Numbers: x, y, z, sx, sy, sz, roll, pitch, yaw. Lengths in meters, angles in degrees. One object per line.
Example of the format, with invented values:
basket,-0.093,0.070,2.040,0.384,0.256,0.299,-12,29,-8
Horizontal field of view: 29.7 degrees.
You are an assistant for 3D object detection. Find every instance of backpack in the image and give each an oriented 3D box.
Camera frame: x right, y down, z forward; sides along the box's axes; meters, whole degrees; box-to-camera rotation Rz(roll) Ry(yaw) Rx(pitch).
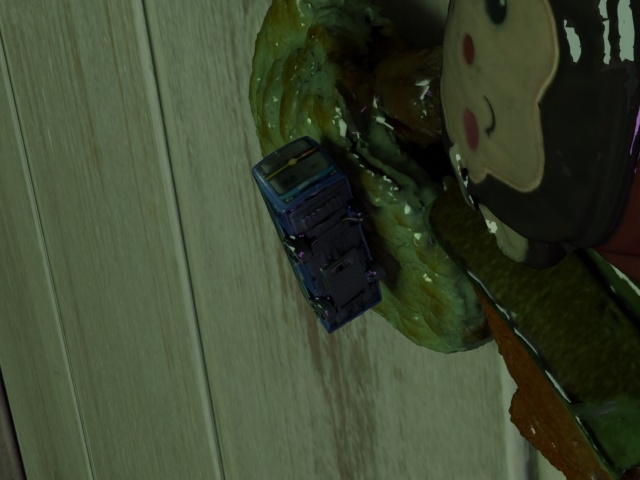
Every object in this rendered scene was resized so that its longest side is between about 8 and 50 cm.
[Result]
backpack,0.146,-0.071,0.503,0.229,0.139,0.229,46,150,37

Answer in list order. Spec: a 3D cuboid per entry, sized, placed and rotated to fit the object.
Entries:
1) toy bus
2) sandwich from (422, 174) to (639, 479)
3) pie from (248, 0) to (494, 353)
toy bus,0.000,0.000,0.736,0.061,0.051,0.153,50,169,34
sandwich,0.143,0.050,0.648,0.185,0.109,0.160,55,169,29
pie,0.032,-0.044,0.797,0.274,0.105,0.257,43,151,46
